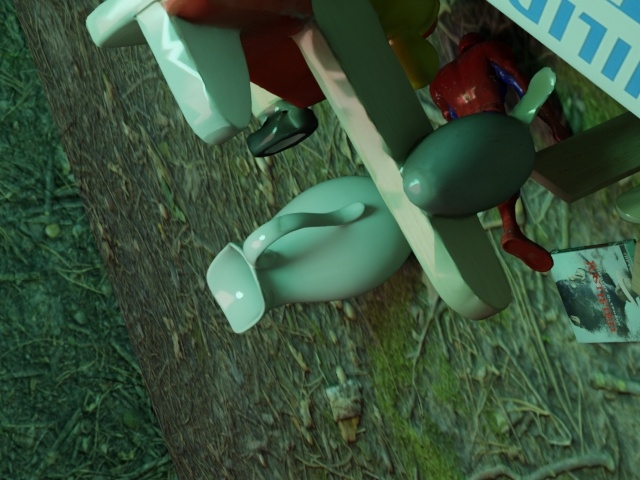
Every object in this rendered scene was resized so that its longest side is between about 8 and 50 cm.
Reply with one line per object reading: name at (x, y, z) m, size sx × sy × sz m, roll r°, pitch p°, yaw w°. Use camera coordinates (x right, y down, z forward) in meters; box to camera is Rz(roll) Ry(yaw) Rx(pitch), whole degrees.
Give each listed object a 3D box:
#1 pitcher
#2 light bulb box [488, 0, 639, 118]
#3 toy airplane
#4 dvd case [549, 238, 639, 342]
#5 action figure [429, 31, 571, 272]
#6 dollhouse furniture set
pitcher at (0.000, 0.000, 1.338) m, size 0.125 × 0.207 × 0.178 m, roll 61°, pitch 155°, yaw 14°
light bulb box at (0.172, -0.292, 0.592) m, size 0.358 × 0.225 × 0.361 m, roll 41°, pitch 149°, yaw 16°
toy airplane at (0.009, -0.183, 0.870) m, size 0.386 × 0.272 × 0.384 m, roll 55°, pitch -167°, yaw -39°
dvd case at (0.242, 0.045, 1.110) m, size 0.119 × 0.013 × 0.087 m, roll -11°, pitch 101°, yaw 65°
action figure at (0.154, -0.058, 1.059) m, size 0.091 × 0.139 × 0.280 m, roll -32°, pitch 40°, yaw 30°
dollhouse furniture set at (0.236, 0.014, 0.954) m, size 0.144 × 0.123 × 0.151 m, roll 43°, pitch 147°, yaw 44°
